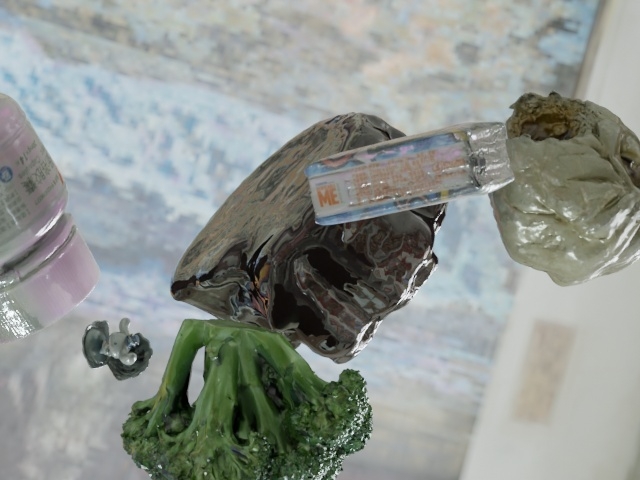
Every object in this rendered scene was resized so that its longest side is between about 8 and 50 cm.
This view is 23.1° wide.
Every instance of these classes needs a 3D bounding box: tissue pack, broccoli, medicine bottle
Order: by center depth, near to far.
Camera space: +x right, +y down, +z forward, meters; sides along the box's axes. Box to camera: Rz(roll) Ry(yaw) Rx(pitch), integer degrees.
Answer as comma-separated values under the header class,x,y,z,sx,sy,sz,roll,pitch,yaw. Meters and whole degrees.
class,x,y,z,sx,sy,sz,roll,pitch,yaw
tissue pack,0.079,-0.060,1.360,0.155,0.065,0.115,-11,-178,24
broccoli,-0.086,0.207,1.807,0.294,0.245,0.265,0,-167,3
medicine bottle,-0.467,-0.029,2.197,0.241,0.241,0.302,14,136,57

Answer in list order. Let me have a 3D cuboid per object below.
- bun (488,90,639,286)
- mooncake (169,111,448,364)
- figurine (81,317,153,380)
class,x,y,z,sx,sy,sz,roll,pitch,yaw
bun,0.358,-0.066,2.149,0.205,0.281,0.281,-13,164,29
mooncake,0.000,0.000,2.069,0.212,0.350,0.381,38,174,-21
figurine,-0.291,0.155,2.266,0.086,0.094,0.082,0,142,23
